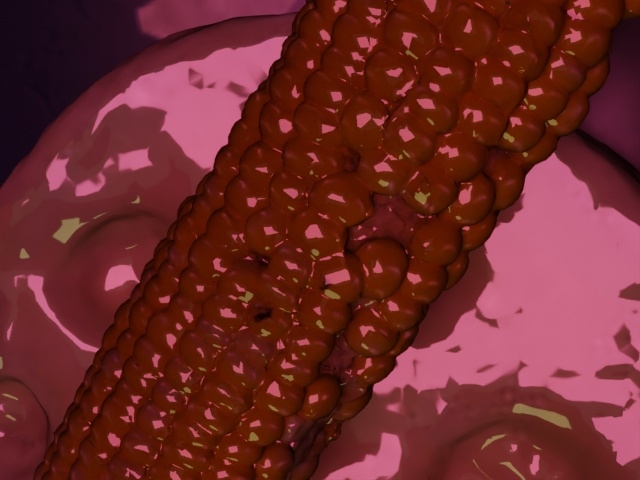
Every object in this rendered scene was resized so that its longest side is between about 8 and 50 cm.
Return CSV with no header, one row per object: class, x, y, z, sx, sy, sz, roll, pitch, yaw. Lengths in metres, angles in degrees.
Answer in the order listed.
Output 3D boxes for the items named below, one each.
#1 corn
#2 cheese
corn,0.000,0.000,0.356,0.097,0.097,0.319,35,102,7
cheese,0.005,0.070,0.464,0.318,0.115,0.326,-3,95,13
